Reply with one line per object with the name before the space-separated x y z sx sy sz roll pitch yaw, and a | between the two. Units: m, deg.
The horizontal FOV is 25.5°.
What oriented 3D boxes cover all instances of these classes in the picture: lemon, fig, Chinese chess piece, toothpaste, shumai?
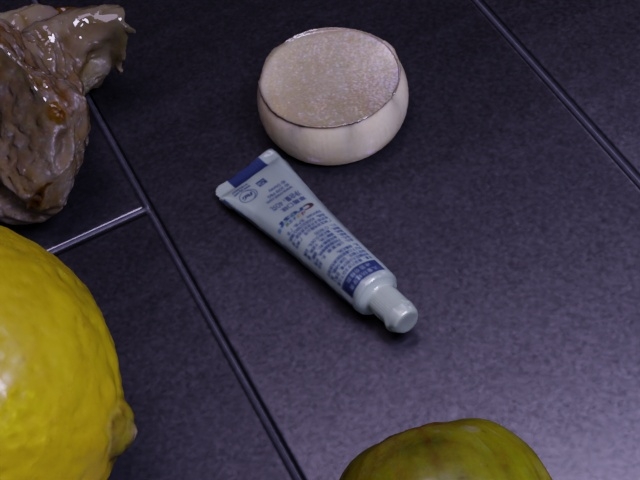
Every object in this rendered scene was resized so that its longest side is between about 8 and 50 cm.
lemon | -0.259 0.100 0.885 0.267 0.267 0.267 -5 51 6
fig | 0.081 0.197 0.837 0.148 0.186 0.142 -6 3 -19
Chinese chess piece | 0.010 -0.116 1.136 0.122 0.051 0.122 -4 52 5
toothpaste | 0.000 0.000 1.053 0.062 0.037 0.216 -34 50 -17
shumai | -0.234 -0.120 1.140 0.206 0.166 0.175 41 41 22
